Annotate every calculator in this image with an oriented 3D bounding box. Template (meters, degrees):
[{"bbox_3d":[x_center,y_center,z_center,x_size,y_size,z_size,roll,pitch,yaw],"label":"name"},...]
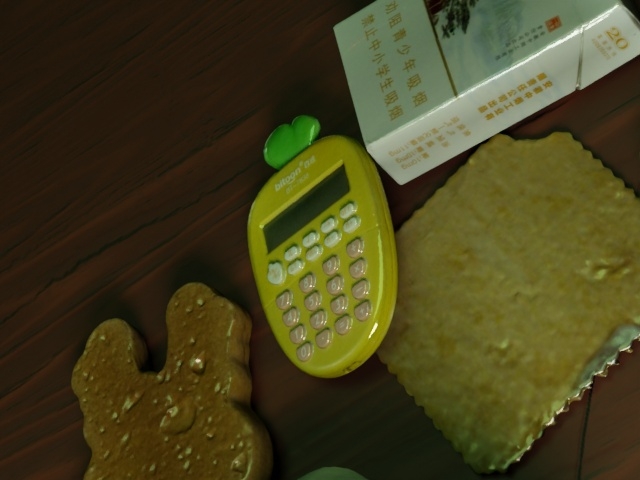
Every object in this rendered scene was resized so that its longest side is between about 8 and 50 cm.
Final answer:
[{"bbox_3d":[0.000,0.000,1.374,0.146,0.032,0.235,-37,52,34],"label":"calculator"}]

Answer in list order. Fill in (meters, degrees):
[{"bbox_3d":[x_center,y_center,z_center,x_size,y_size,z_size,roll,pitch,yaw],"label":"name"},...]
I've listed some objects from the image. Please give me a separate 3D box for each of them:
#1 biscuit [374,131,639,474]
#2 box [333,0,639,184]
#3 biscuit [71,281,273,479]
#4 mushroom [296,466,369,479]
[{"bbox_3d":[0.144,0.032,1.292,0.232,0.013,0.237,-45,49,5],"label":"biscuit"},{"bbox_3d":[0.133,-0.165,1.370,0.233,0.067,0.149,-29,51,19],"label":"box"},{"bbox_3d":[-0.120,0.177,1.375,0.186,0.044,0.295,-24,53,26],"label":"biscuit"},{"bbox_3d":[-0.036,0.289,1.227,0.118,0.103,0.270,29,94,47],"label":"mushroom"}]
